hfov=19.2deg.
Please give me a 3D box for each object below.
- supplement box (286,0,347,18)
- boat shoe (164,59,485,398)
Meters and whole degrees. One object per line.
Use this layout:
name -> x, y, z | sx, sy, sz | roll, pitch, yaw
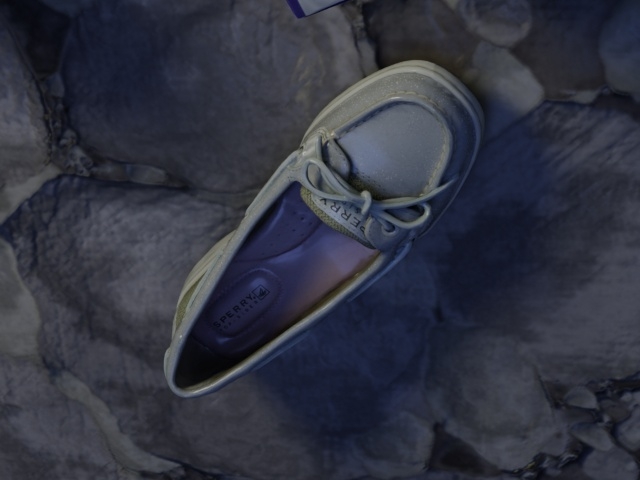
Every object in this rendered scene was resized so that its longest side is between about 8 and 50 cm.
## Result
supplement box -> 0.032, -0.241, 1.145 | 0.114, 0.220, 0.111 | -19, 115, 23
boat shoe -> -0.003, -0.001, 1.369 | 0.118, 0.103, 0.320 | 41, 122, -12
